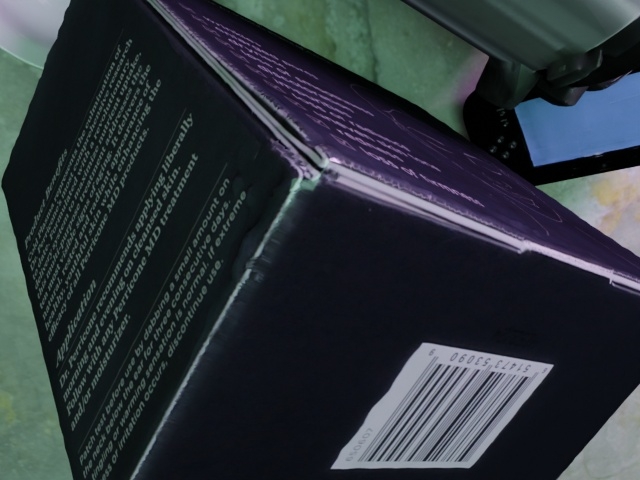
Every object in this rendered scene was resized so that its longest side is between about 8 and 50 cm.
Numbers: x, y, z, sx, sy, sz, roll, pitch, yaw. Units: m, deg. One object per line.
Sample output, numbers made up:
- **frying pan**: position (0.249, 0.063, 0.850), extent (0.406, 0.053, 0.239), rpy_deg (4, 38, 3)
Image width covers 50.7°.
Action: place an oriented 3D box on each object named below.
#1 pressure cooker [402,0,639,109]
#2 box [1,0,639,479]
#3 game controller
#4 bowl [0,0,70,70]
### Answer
- **pressure cooker**: position (0.232, -0.354, 0.660), extent (0.420, 0.376, 0.370), rpy_deg (23, 150, -20)
- **box**: position (0.000, 0.000, 0.665), extent (0.479, 0.472, 0.297), rpy_deg (16, 114, -39)
- **game controller**: position (0.350, -0.161, 0.868), extent (0.319, 0.067, 0.166), rpy_deg (-11, 132, 29)
- **bowl**: position (-0.256, -0.336, 0.740), extent (0.297, 0.134, 0.298), rpy_deg (-3, 114, -7)
